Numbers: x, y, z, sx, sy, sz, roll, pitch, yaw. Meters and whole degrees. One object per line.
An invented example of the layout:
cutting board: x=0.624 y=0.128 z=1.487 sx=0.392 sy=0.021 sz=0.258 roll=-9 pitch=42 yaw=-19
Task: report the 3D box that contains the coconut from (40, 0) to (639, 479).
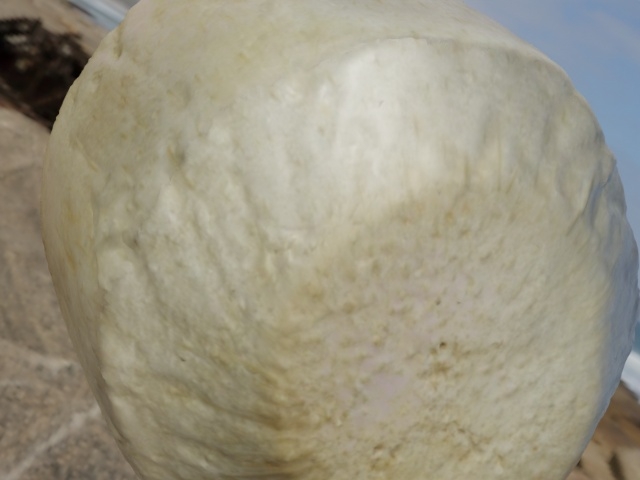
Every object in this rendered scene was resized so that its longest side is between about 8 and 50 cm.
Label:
coconut: x=0.000 y=0.000 z=0.574 sx=0.328 sy=0.329 sz=0.329 roll=31 pitch=5 yaw=-3
